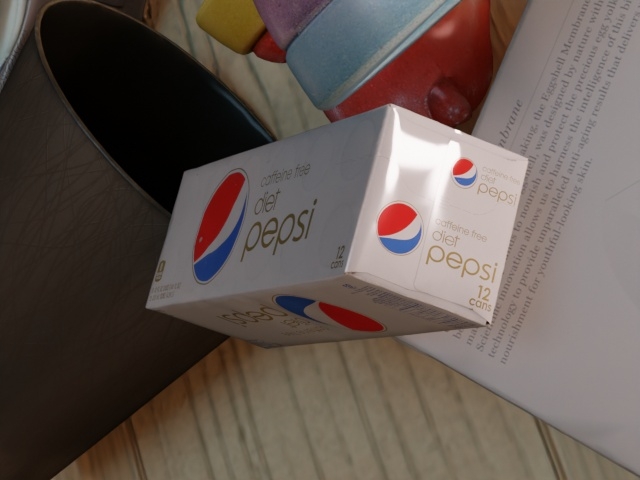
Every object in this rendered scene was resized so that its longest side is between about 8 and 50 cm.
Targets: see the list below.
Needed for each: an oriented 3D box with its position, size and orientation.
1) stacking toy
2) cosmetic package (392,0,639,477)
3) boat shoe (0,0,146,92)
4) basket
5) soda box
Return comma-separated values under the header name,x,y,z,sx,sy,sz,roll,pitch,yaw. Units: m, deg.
name,x,y,z,sx,sy,sz,roll,pitch,yaw
stacking toy,0.082,-0.155,0.862,0.279,0.309,0.130,-42,90,1
cosmetic package,0.184,-0.010,0.799,0.225,0.138,0.224,29,100,38
boat shoe,-0.147,-0.199,1.120,0.116,0.123,0.324,31,100,41
basket,-0.138,0.019,1.050,0.204,0.154,0.227,50,117,17
soda box,0.000,0.000,0.837,0.216,0.069,0.074,-11,61,63
